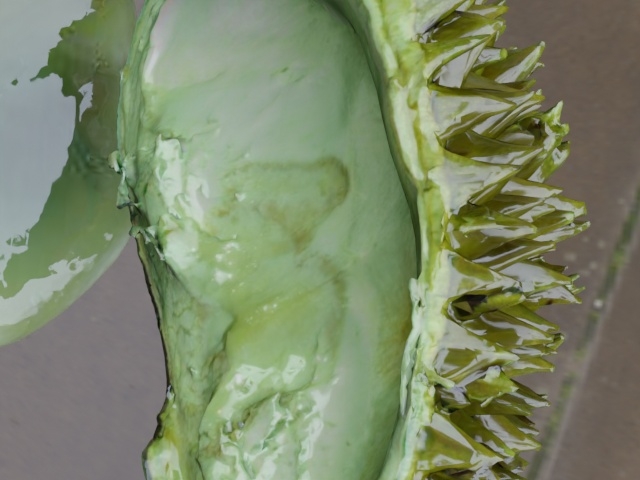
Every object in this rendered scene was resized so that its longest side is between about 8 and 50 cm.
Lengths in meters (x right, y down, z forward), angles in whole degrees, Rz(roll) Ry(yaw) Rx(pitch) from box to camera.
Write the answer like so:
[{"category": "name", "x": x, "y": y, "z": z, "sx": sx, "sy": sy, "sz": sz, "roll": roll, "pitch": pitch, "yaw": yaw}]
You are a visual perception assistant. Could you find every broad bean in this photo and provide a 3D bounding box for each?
[{"category": "broad bean", "x": -0.167, "y": -0.056, "z": 0.846, "sx": 0.169, "sy": 0.100, "sz": 0.228, "roll": 4, "pitch": 62, "yaw": -15}]

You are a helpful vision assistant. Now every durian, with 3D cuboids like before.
[{"category": "durian", "x": -0.003, "y": -0.005, "z": 0.647, "sx": 0.198, "sy": 0.163, "sz": 0.394, "roll": -12, "pitch": 62, "yaw": 12}]
